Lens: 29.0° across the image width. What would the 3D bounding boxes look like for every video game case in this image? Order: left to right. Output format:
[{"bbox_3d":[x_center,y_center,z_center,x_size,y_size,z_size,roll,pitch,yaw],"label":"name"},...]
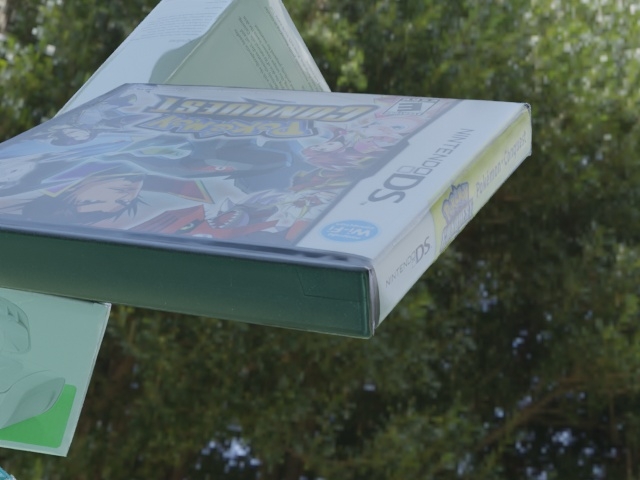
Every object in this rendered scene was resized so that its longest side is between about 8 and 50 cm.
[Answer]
[{"bbox_3d":[-0.054,-0.032,0.653,0.275,0.248,0.035,6,-66,24],"label":"video game case"}]

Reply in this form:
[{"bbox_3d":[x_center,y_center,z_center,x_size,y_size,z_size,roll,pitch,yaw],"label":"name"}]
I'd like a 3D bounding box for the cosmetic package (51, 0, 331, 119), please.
[{"bbox_3d":[-0.164,-0.119,1.401,0.155,0.365,0.197,5,-44,41],"label":"cosmetic package"}]

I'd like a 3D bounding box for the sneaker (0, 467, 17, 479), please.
[{"bbox_3d":[-0.368,0.267,1.001,0.275,0.110,0.107,-23,-21,-28],"label":"sneaker"}]

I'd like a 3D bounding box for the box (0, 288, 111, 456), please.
[{"bbox_3d":[-0.294,0.024,0.870,0.262,0.231,0.126,13,-72,-19],"label":"box"}]
